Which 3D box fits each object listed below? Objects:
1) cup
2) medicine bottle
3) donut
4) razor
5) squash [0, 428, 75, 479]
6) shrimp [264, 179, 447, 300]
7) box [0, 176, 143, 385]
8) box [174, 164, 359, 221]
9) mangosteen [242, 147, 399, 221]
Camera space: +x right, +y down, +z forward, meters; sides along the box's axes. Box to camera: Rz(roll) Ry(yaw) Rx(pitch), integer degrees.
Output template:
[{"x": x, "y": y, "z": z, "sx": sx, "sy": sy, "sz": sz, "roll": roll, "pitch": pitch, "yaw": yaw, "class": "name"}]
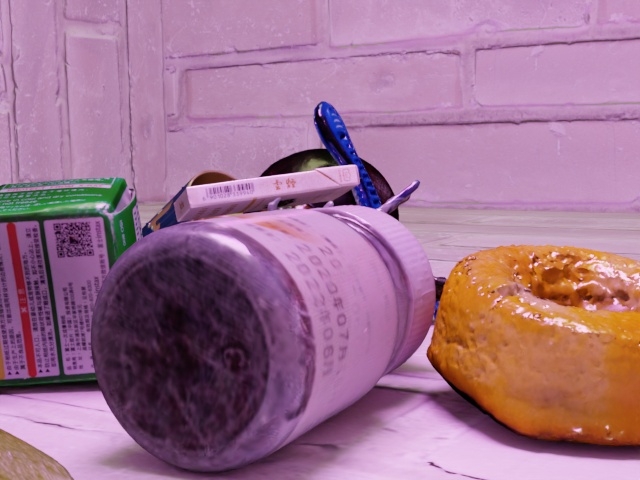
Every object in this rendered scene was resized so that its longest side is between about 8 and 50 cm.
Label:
[{"x": -0.180, "y": 0.009, "z": 1.344, "sx": 0.131, "sy": 0.176, "sz": 0.155, "roll": 38, "pitch": -45, "yaw": -22, "class": "cup"}, {"x": -0.027, "y": 0.057, "z": 0.724, "sx": 0.165, "sy": 0.165, "sz": 0.273, "roll": 2, "pitch": 7, "yaw": 25, "class": "medicine bottle"}, {"x": 0.206, "y": 0.082, "z": 0.751, "sx": 0.253, "sy": 0.118, "sz": 0.253, "roll": 6, "pitch": 18, "yaw": -2, "class": "donut"}, {"x": 0.072, "y": -0.027, "z": 1.148, "sx": 0.056, "sy": 0.324, "sz": 0.093, "roll": -44, "pitch": -20, "yaw": 32, "class": "razor"}, {"x": -0.271, "y": 0.155, "z": 0.503, "sx": 0.189, "sy": 0.189, "sz": 0.260, "roll": 4, "pitch": -28, "yaw": 40, "class": "squash"}, {"x": -0.031, "y": 0.040, "z": 0.977, "sx": 0.411, "sy": 0.166, "sz": 0.221, "roll": -18, "pitch": -35, "yaw": 31, "class": "shrimp"}, {"x": -0.277, "y": 0.043, "z": 0.853, "sx": 0.250, "sy": 0.180, "sz": 0.103, "roll": -3, "pitch": 17, "yaw": -3, "class": "box"}, {"x": -0.054, "y": -0.045, "z": 0.946, "sx": 0.167, "sy": 0.024, "sz": 0.090, "roll": -9, "pitch": -5, "yaw": -17, "class": "box"}, {"x": 0.000, "y": 0.000, "z": 1.235, "sx": 0.211, "sy": 0.211, "sz": 0.250, "roll": -1, "pitch": 33, "yaw": 0, "class": "mangosteen"}]
